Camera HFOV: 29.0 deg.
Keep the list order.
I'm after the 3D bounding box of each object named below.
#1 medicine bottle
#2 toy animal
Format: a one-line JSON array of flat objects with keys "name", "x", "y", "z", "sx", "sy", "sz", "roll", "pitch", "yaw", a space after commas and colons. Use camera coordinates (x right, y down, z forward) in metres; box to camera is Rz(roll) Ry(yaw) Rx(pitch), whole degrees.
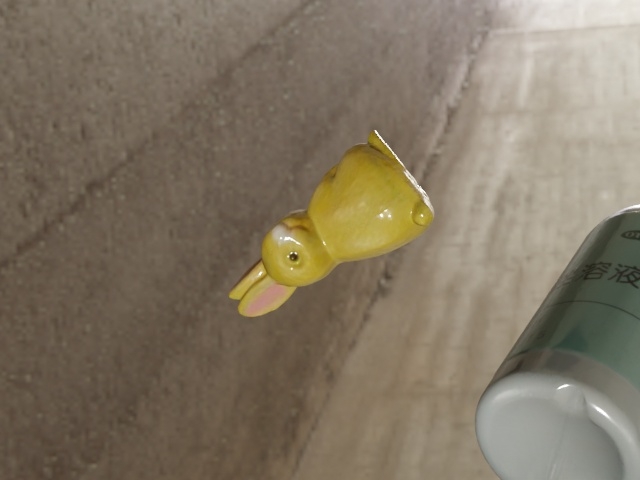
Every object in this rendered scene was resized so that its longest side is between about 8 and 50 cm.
[{"name": "medicine bottle", "x": 0.223, "y": 0.038, "z": 0.856, "sx": 0.352, "sy": 0.110, "sz": 0.110, "roll": -46, "pitch": 136, "yaw": -45}, {"name": "toy animal", "x": 0.000, "y": 0.001, "z": 0.866, "sx": 0.070, "sy": 0.159, "sz": 0.083, "roll": 49, "pitch": 12, "yaw": -43}]
